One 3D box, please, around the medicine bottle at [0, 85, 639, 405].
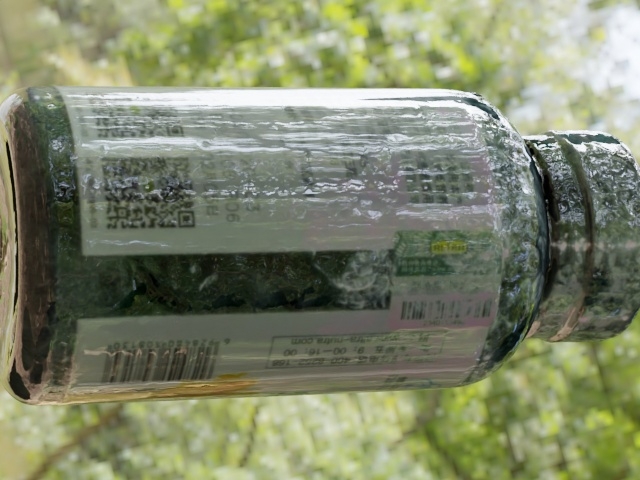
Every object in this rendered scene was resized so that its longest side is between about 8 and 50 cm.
[{"bbox_3d":[0.000,0.000,0.868,0.141,0.293,0.141,178,-90,-73],"label":"medicine bottle"}]
